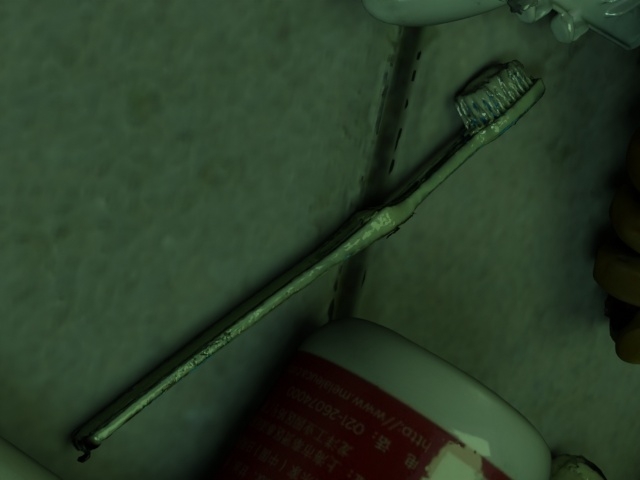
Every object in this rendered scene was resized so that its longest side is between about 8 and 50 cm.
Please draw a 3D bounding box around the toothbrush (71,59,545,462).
[{"bbox_3d":[0.003,0.005,0.644,0.294,0.026,0.028,-42,107,-22],"label":"toothbrush"}]

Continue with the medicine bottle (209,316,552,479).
[{"bbox_3d":[-0.011,0.165,0.614,0.131,0.131,0.250,43,75,-39],"label":"medicine bottle"}]

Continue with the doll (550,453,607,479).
[{"bbox_3d":[0.096,0.253,0.754,0.175,0.149,0.278,40,56,-2],"label":"doll"}]

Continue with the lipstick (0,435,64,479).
[{"bbox_3d":[-0.178,0.072,0.478,0.087,0.087,0.327,-54,129,-13],"label":"lipstick"}]

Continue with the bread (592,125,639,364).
[{"bbox_3d":[0.204,-0.032,0.736,0.134,0.081,0.225,-27,141,-41],"label":"bread"}]

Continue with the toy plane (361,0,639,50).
[{"bbox_3d":[0.124,-0.166,0.639,0.255,0.101,0.251,-38,136,-24],"label":"toy plane"}]
